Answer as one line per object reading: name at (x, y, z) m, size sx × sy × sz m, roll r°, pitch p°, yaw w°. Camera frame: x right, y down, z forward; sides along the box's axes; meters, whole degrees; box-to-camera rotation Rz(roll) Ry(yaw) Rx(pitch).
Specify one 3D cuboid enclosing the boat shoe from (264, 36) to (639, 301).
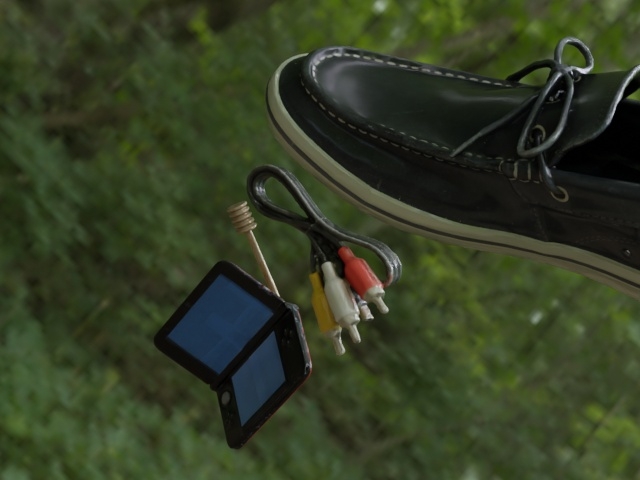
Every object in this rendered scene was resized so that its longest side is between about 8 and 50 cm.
boat shoe at (0.193, -0.068, 1.271) m, size 0.500 × 0.187 × 0.156 m, roll 21°, pitch -52°, yaw 18°

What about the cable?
cable at (0.000, 0.000, 2.160) m, size 0.139 × 0.072 × 0.287 m, roll -44°, pitch -109°, yaw 30°

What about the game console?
game console at (-0.088, 0.114, 1.623) m, size 0.085 × 0.124 × 0.144 m, roll 16°, pitch -48°, yaw -32°

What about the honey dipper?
honey dipper at (-0.082, 0.024, 2.228) m, size 0.030 × 0.030 × 0.160 m, roll -1°, pitch -64°, yaw 58°
